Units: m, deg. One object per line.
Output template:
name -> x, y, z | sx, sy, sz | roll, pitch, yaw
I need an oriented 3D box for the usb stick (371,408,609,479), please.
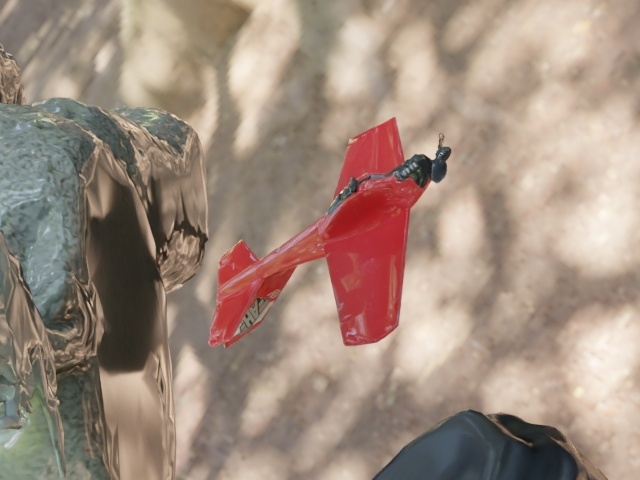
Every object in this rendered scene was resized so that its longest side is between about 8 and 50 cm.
usb stick -> 0.093, 0.137, 0.397 | 0.077, 0.278, 0.045 | -46, 35, -3

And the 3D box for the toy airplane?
toy airplane -> 0.000, 0.000, 0.714 | 0.151, 0.028, 0.151 | -39, 28, 25

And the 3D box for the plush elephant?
plush elephant -> -0.174, 0.062, 0.469 | 0.330, 0.255, 0.272 | 62, -159, -76
